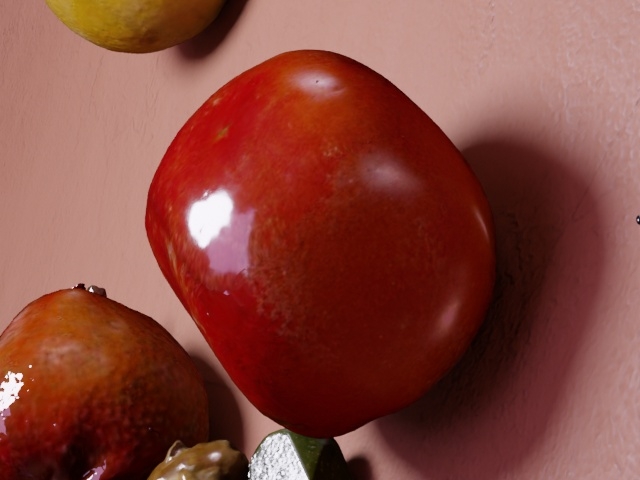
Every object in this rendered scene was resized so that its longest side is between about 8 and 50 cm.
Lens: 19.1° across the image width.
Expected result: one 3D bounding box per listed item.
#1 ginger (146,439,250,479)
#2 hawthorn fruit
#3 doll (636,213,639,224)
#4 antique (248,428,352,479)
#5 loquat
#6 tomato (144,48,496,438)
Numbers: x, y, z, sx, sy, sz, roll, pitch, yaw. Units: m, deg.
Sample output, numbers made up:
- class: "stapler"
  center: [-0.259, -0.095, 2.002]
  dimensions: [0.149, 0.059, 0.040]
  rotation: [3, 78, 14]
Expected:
- class: "ginger"
  center: [-0.148, 0.327, 1.799]
  dimensions: [0.274, 0.152, 0.357]
  rotation: [-49, -10, -15]
- class: "hawthorn fruit"
  center: [-0.262, 0.199, 2.020]
  dimensions: [0.311, 0.295, 0.295]
  rotation: [40, 109, 59]
- class: "doll"
  center: [0.281, -0.036, 1.463]
  dimensions: [0.085, 0.040, 0.058]
  rotation: [-36, 35, 47]
- class: "antique"
  center: [-0.016, 0.278, 1.726]
  dimensions: [0.080, 0.081, 0.221]
  rotation: [-17, 58, 30]
- class: "loquat"
  center: [-0.227, -0.362, 2.258]
  dimensions: [0.275, 0.274, 0.275]
  rotation: [-34, 47, 47]
- class: "tomato"
  center: [0.000, 0.000, 1.658]
  dimensions: [0.293, 0.290, 0.325]
  rotation: [-43, 33, 8]
